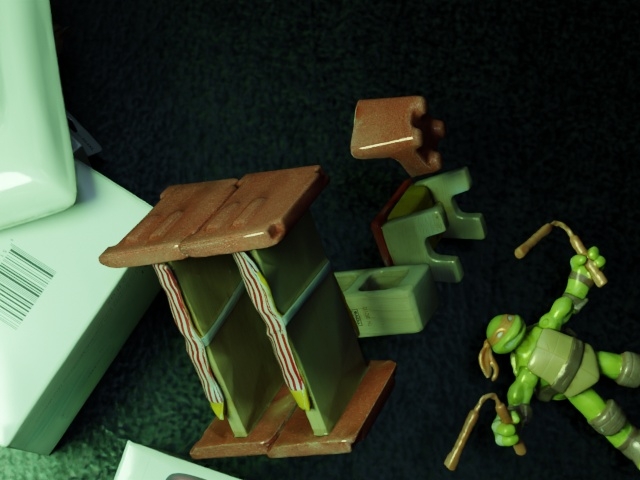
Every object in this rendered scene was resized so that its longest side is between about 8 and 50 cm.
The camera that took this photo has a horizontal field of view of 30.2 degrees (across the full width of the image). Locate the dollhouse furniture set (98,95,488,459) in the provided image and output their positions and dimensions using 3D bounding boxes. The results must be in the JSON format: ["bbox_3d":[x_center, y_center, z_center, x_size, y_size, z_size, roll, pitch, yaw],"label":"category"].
[{"bbox_3d":[0.000,0.000,1.024,0.152,0.374,0.201,-7,115,29],"label":"dollhouse furniture set"}]

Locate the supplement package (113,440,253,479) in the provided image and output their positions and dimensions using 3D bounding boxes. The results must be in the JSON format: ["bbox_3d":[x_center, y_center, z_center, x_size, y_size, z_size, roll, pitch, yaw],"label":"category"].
[{"bbox_3d":[-0.136,0.318,1.012,0.145,0.204,0.262,19,78,0],"label":"supplement package"}]

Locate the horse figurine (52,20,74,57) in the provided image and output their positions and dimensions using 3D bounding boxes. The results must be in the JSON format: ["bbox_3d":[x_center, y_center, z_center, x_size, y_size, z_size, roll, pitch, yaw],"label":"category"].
[{"bbox_3d":[-0.383,-0.143,1.157,0.174,0.066,0.263,33,76,8],"label":"horse figurine"}]

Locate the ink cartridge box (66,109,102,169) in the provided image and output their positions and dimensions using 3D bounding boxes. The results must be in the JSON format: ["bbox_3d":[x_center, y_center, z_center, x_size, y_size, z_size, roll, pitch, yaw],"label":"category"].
[{"bbox_3d":[-0.291,-0.077,1.137,0.143,0.090,0.092,-43,85,-11],"label":"ink cartridge box"}]

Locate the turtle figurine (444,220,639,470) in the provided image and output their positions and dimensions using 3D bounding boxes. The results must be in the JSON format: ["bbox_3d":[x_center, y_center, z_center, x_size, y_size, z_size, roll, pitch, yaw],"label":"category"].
[{"bbox_3d":[0.235,0.135,1.140,0.217,0.087,0.269,30,69,-6],"label":"turtle figurine"}]

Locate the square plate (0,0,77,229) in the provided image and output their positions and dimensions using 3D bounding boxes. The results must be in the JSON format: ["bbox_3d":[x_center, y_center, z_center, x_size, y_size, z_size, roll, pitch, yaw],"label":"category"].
[{"bbox_3d":[-0.390,-0.135,0.993,0.347,0.049,0.344,-16,65,6],"label":"square plate"}]

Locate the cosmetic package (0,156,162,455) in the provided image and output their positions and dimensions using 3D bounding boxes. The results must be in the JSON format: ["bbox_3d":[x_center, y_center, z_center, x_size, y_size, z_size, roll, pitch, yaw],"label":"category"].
[{"bbox_3d":[-0.246,0.059,1.044,0.138,0.224,0.224,32,78,2],"label":"cosmetic package"}]
